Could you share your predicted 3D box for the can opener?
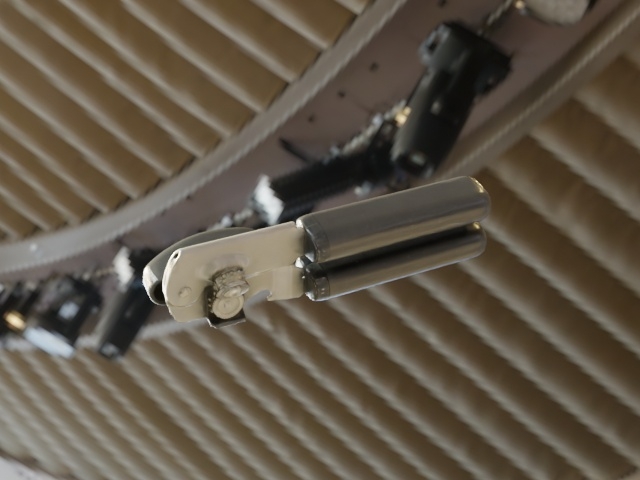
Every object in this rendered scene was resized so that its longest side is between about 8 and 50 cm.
[{"bbox_3d":[0.000,0.000,1.201,0.093,0.280,0.074,-120,-156,-46],"label":"can opener"}]
